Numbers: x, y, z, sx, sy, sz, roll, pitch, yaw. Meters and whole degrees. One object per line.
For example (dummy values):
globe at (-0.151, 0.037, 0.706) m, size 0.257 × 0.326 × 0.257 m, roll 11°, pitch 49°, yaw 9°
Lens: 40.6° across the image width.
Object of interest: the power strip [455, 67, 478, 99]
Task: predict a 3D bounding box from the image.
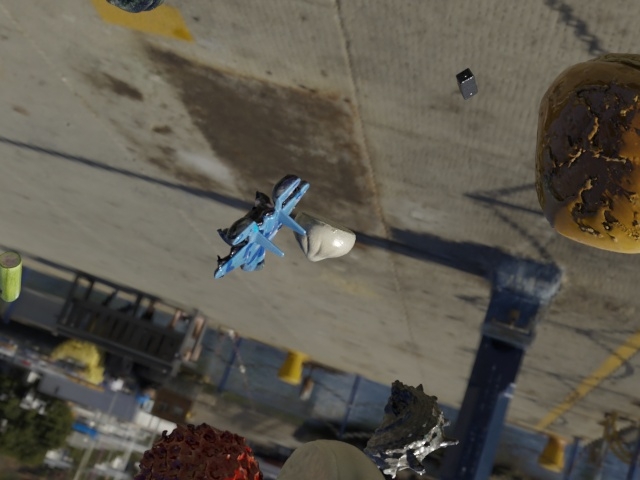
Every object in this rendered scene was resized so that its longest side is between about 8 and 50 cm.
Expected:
power strip at (0.333, -0.356, 1.968) m, size 0.038 × 0.029 × 0.111 m, roll -29°, pitch 163°, yaw 7°

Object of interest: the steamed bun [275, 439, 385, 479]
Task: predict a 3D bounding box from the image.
steamed bun at (0.025, 0.498, 1.515) m, size 0.177 × 0.283 × 0.283 m, roll 23°, pitch 165°, yaw -22°

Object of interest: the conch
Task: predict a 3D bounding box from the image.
conch at (0.217, 0.496, 2.236) m, size 0.186 × 0.313 × 0.241 m, roll 39°, pitch 117°, yaw -24°

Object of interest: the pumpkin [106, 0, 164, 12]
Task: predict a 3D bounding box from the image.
pumpkin at (-0.429, -0.623, 1.952) m, size 0.221 × 0.220 × 0.162 m, roll 27°, pitch 149°, yaw -26°

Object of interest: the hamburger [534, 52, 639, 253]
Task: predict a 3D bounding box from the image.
hamburger at (0.480, -0.138, 1.362) m, size 0.174 × 0.304 × 0.284 m, roll -23°, pitch -150°, yaw -39°

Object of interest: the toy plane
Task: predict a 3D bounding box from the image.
toy plane at (-0.086, -0.003, 1.101) m, size 0.078 × 0.169 × 0.246 m, roll 45°, pitch 160°, yaw -4°

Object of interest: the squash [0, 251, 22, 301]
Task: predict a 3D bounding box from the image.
squash at (-0.377, 0.048, 1.047) m, size 0.027 × 0.027 × 0.083 m, roll 21°, pitch 139°, yaw -3°

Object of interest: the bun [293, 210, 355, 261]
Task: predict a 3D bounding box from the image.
bun at (0.000, 0.000, 1.816) m, size 0.138 × 0.094 × 0.138 m, roll 22°, pitch -177°, yaw -1°

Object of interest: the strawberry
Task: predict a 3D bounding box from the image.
strawberry at (-0.184, 0.428, 1.390) m, size 0.234 × 0.234 × 0.178 m, roll 25°, pitch -174°, yaw -20°
